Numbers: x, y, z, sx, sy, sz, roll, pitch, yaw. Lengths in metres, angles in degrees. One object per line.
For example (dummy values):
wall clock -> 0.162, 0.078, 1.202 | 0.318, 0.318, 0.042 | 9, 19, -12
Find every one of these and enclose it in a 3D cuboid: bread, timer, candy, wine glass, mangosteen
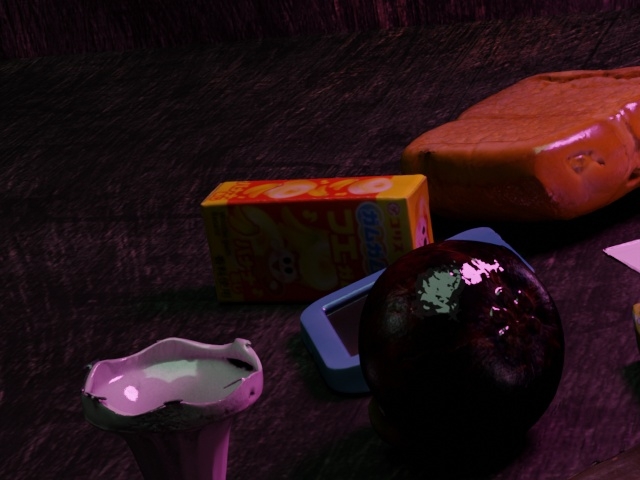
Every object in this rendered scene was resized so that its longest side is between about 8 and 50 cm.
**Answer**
bread -> 0.301, -0.110, 2.485 | 0.328, 0.148, 0.337 | -31, 19, -36
timer -> 0.107, 0.080, 2.103 | 0.250, 0.091, 0.232 | -15, 19, -8
candy -> 0.000, 0.000, 2.304 | 0.276, 0.146, 0.088 | 0, 21, 20
wine glass -> -0.119, 0.198, 1.660 | 0.165, 0.196, 0.165 | -8, 20, 3
mangosteen -> 0.131, 0.106, 1.839 | 0.216, 0.216, 0.216 | -8, 18, 2

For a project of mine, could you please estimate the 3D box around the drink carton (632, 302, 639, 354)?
drink carton -> 0.370, 0.119, 1.886 | 0.084, 0.074, 0.200 | -9, 17, -1

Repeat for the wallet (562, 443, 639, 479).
wallet -> 0.221, 0.235, 1.609 | 0.232, 0.031, 0.122 | -22, 11, -10

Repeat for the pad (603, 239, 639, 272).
pad -> 0.481, 0.005, 2.292 | 0.232, 0.004, 0.156 | -13, 18, -15
